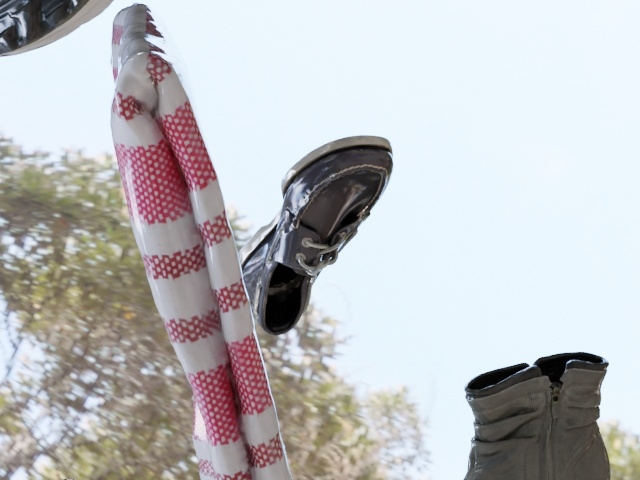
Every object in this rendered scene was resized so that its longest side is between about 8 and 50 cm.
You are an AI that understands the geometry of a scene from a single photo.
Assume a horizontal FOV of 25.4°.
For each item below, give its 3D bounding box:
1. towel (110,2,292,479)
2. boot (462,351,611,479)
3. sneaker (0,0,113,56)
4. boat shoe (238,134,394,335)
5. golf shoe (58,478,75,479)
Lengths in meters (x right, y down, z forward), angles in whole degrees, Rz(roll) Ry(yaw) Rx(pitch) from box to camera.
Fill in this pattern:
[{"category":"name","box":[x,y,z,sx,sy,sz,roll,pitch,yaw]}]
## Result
[{"category":"towel","box":[-0.031,0.037,0.382,0.029,0.144,0.197,-14,-75,-6]},{"category":"boot","box":[0.136,0.187,1.191,0.246,0.083,0.161,-18,-70,-19]},{"category":"sneaker","box":[-0.055,-0.156,0.544,0.100,0.271,0.108,61,-155,8]},{"category":"boat shoe","box":[0.000,0.000,0.990,0.075,0.206,0.065,3,-120,-26]},{"category":"golf shoe","box":[-0.166,0.239,0.981,0.077,0.094,0.198,-74,-30,-43]}]
